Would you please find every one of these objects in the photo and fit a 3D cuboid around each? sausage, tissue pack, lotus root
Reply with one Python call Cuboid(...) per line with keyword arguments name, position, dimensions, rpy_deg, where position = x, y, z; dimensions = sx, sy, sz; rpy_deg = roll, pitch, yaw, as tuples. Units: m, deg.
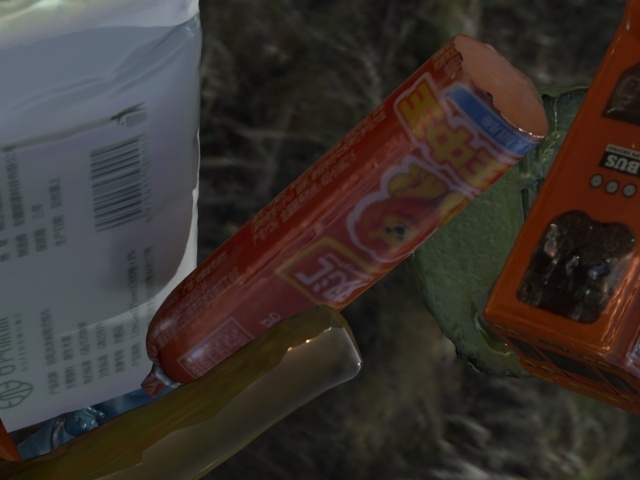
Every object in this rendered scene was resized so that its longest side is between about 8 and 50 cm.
Cuboid(name="sausage", position=(0.000, 0.000, 1.049), dimensions=(0.274, 0.074, 0.074), rpy_deg=(-40, 132, 22))
Cuboid(name="tissue pack", position=(-0.204, -0.054, 1.071), dimensions=(0.266, 0.194, 0.356), rpy_deg=(-15, 146, -16))
Cuboid(name="lotus root", position=(0.195, -0.005, 1.749), dimensions=(0.267, 0.149, 0.260), rpy_deg=(-8, 98, -10))

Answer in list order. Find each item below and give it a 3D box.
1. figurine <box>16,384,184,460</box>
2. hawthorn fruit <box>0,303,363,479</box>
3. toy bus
Cuboid(name="figurine", position=(-0.163, 0.116, 1.436), dimensions=(0.178, 0.144, 0.114), rpy_deg=(-42, 133, 19))
Cuboid(name="hawthorn fruit", position=(-0.146, 0.081, 0.335), dimensions=(0.330, 0.287, 0.287), rpy_deg=(-22, 119, -5))
Cuboid(name="toy bus", position=(0.242, -0.053, 1.313), dimensions=(0.153, 0.143, 0.329), rpy_deg=(40, 74, -51))
